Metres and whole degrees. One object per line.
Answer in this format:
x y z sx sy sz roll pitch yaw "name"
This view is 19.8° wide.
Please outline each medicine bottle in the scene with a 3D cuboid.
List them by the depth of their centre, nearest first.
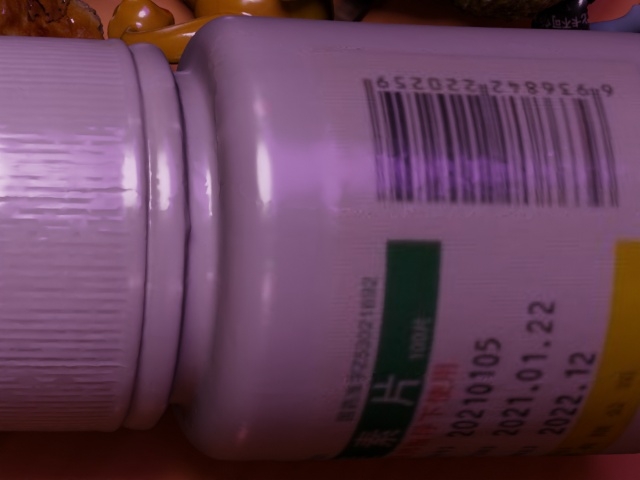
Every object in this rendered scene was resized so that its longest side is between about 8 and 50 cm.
0.000 0.000 0.861 0.339 0.208 0.208 0 55 -14 "medicine bottle"

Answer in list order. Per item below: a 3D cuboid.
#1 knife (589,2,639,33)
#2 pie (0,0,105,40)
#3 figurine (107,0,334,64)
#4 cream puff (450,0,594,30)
0.202 -0.137 1.136 0.210 0.015 0.028 -21 57 -28 "knife"
-0.202 -0.095 0.959 0.193 0.079 0.163 -28 74 -35 "pie"
-0.057 -0.129 0.996 0.122 0.121 0.176 -14 25 -8 "figurine"
0.100 -0.194 1.075 0.169 0.183 0.183 39 49 -21 "cream puff"
